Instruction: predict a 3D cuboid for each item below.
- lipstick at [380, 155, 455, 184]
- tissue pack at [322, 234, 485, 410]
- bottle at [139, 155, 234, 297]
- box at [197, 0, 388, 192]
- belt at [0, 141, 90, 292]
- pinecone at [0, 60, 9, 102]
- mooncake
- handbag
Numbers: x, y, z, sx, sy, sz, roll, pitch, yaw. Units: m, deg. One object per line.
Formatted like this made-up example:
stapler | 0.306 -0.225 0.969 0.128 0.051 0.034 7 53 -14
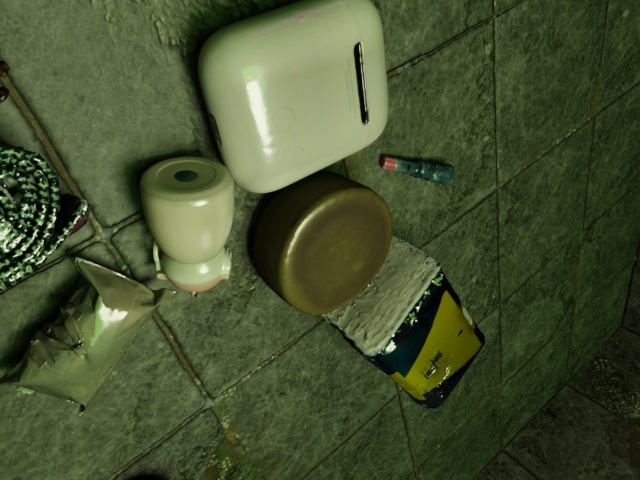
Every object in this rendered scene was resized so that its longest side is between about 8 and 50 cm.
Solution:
lipstick | 0.231 -0.170 1.235 0.234 0.053 0.054 2 112 -39
tissue pack | 0.214 0.212 1.294 0.264 0.253 0.416 -49 136 -7
bottle | -0.219 -0.010 0.886 0.147 0.147 0.237 -21 133 -30
box | -0.031 -0.257 0.902 0.349 0.141 0.289 -30 128 -25
belt | -0.468 -0.027 0.656 0.295 0.160 0.207 -35 114 -22
pinecone | -0.445 -0.195 0.559 0.207 0.207 0.208 -20 125 -31
mooncake | 0.000 0.000 1.062 0.284 0.155 0.285 -21 128 -30
handbag | -0.389 0.158 0.856 0.182 0.117 0.270 37 88 -37
